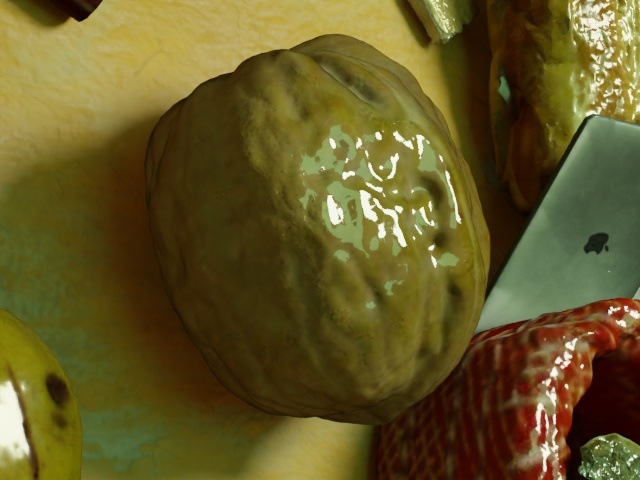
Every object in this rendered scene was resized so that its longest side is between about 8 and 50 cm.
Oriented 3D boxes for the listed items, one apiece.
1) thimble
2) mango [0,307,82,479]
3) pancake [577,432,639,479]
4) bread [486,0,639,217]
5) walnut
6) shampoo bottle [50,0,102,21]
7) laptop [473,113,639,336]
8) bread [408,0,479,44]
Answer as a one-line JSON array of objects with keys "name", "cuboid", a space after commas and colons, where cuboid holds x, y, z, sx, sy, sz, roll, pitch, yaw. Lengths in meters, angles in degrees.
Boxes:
[{"name": "thimble", "cuboid": [0.238, 0.238, 1.721, 0.350, 0.230, 0.350, 11, 70, -35]}, {"name": "mango", "cuboid": [-0.371, 0.211, 1.303, 0.445, 0.220, 0.301, -32, 99, -34]}, {"name": "pancake", "cuboid": [0.268, 0.235, 1.585, 0.116, 0.022, 0.129, 19, 67, -35]}, {"name": "bread", "cuboid": [0.266, -0.189, 1.889, 0.195, 0.149, 0.344, -2, 91, -22]}, {"name": "walnut", "cuboid": [0.003, -0.001, 1.588, 0.306, 0.306, 0.344, -23, 98, -37]}, {"name": "shampoo bottle", "cuboid": [-0.290, -0.308, 1.597, 0.260, 0.064, 0.102, 37, 63, -21]}, {"name": "laptop", "cuboid": [0.276, -0.001, 1.828, 0.187, 0.269, 0.015, 10, 30, -33]}, {"name": "bread", "cuboid": [0.130, -0.250, 1.898, 0.083, 0.035, 0.070, -40, 102, -42]}]
